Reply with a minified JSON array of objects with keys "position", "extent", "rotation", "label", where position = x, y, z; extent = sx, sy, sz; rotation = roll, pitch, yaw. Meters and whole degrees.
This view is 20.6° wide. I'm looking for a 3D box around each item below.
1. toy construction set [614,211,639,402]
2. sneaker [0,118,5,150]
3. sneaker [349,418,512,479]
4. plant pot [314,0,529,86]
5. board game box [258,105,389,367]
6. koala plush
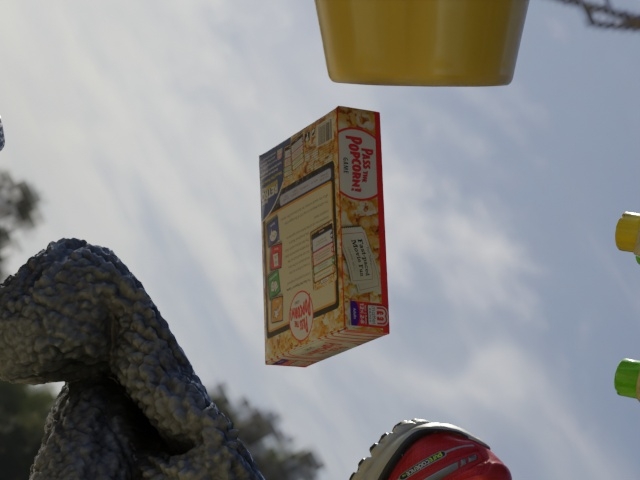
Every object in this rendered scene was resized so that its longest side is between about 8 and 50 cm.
[{"position":[0.344,0.050,1.374],"extent":[0.151,0.328,0.215],"rotation":[15,-67,47],"label":"toy construction set"},{"position":[-0.227,-0.077,0.751],"extent":[0.268,0.153,0.101],"rotation":[101,-28,-79],"label":"sneaker"},{"position":[0.045,0.256,1.254],"extent":[0.118,0.279,0.107],"rotation":[19,-17,36],"label":"sneaker"},{"position":[0.087,-0.256,1.541],"extent":[0.254,0.254,0.239],"rotation":[-159,-111,-68],"label":"plant pot"},{"position":[0.000,0.000,1.507],"extent":[0.147,0.045,0.193],"rotation":[-26,-119,57],"label":"board game box"},{"position":[-0.132,0.154,0.772],"extent":[0.203,0.221,0.196],"rotation":[51,-17,33],"label":"koala plush"}]
